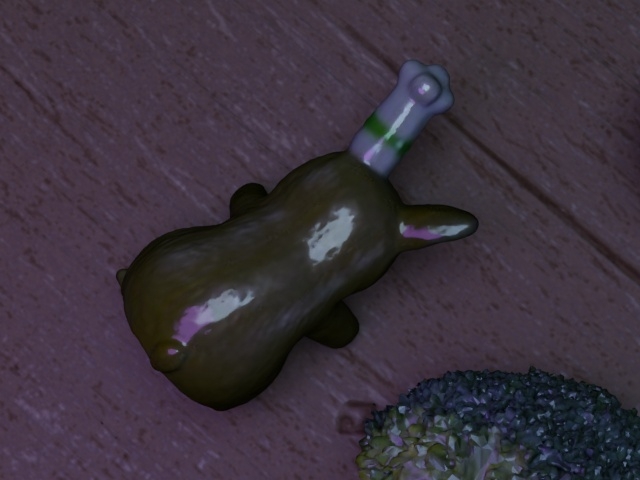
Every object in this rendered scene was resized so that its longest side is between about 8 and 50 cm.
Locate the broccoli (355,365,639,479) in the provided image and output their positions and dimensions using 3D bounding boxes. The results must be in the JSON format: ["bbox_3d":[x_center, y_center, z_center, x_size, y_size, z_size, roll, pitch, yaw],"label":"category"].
[{"bbox_3d":[0.141,0.289,1.539,0.397,0.275,0.353,-39,61,19],"label":"broccoli"}]

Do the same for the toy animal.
[{"bbox_3d":[-0.007,0.006,1.599,0.363,0.180,0.181,-34,87,-8],"label":"toy animal"}]
